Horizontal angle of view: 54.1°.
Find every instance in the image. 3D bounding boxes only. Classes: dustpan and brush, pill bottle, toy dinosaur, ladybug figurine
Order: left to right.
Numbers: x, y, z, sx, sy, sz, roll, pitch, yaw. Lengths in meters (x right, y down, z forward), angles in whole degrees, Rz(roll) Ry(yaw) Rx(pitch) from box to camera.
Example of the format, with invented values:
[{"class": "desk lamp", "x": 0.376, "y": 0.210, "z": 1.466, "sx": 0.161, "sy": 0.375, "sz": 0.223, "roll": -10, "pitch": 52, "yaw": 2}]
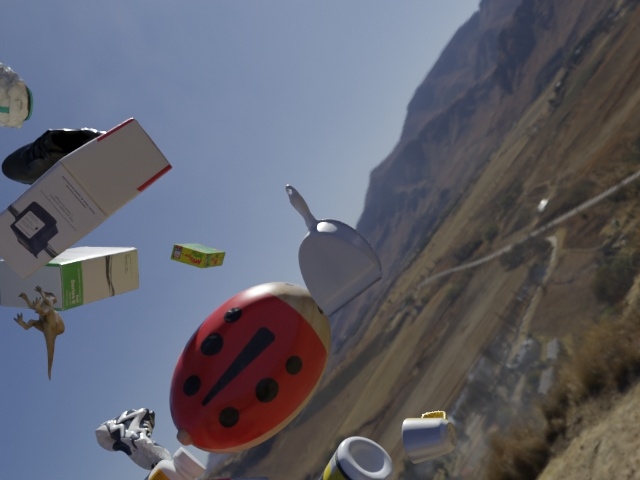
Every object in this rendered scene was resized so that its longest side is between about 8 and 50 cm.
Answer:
[{"class": "toy dinosaur", "x": -0.472, "y": 0.139, "z": 1.077, "sx": 0.053, "sy": 0.183, "sz": 0.092, "roll": -27, "pitch": -40, "yaw": 6}, {"class": "pill bottle", "x": -0.389, "y": 0.626, "z": 1.562, "sx": 0.208, "sy": 0.118, "sz": 0.117, "roll": -48, "pitch": -6, "yaw": -17}, {"class": "ladybug figurine", "x": -0.153, "y": 0.268, "z": 1.393, "sx": 0.449, "sy": 0.305, "sz": 0.162, "roll": -51, "pitch": -10, "yaw": -24}, {"class": "dustpan and brush", "x": 0.000, "y": 0.000, "z": 1.006, "sx": 0.147, "sy": 0.211, "sz": 0.060, "roll": -42, "pitch": -3, "yaw": 37}, {"class": "pill bottle", "x": 0.042, "y": 0.427, "z": 1.051, "sx": 0.184, "sy": 0.103, "sz": 0.103, "roll": -64, "pitch": -8, "yaw": 24}]

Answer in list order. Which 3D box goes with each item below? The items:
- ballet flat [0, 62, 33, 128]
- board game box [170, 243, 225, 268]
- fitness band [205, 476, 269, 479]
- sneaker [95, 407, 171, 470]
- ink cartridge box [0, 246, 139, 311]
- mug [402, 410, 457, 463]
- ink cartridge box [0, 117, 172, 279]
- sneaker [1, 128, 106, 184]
[{"class": "ballet flat", "x": -0.718, "y": -0.330, "z": 1.246, "sx": 0.147, "sy": 0.409, "sz": 0.147, "roll": -29, "pitch": -48, "yaw": -37}, {"class": "board game box", "x": -0.332, "y": 0.041, "z": 1.718, "sx": 0.181, "sy": 0.092, "sz": 0.043, "roll": -4, "pitch": -70, "yaw": -83}, {"class": "fitness band", "x": -0.180, "y": 0.559, "z": 1.237, "sx": 0.054, "sy": 0.291, "sz": 0.209, "roll": -104, "pitch": 16, "yaw": -59}, {"class": "sneaker", "x": -0.476, "y": 0.527, "z": 1.714, "sx": 0.153, "sy": 0.235, "sz": 0.094, "roll": -43, "pitch": -46, "yaw": -53}, {"class": "ink cartridge box", "x": -0.646, "y": 0.092, "z": 1.637, "sx": 0.289, "sy": 0.211, "sz": 0.121, "roll": -17, "pitch": -74, "yaw": -66}, {"class": "mug", "x": 0.157, "y": 0.273, "z": 0.893, "sx": 0.064, "sy": 0.062, "sz": 0.078, "roll": -19, "pitch": 48, "yaw": 27}, {"class": "ink cartridge box", "x": -0.365, "y": -0.061, "z": 0.939, "sx": 0.237, "sy": 0.100, "sz": 0.172, "roll": -27, "pitch": 17, "yaw": 33}, {"class": "sneaker", "x": -0.625, "y": -0.209, "z": 1.458, "sx": 0.286, "sy": 0.109, "sz": 0.130, "roll": -16, "pitch": -10, "yaw": 9}]
